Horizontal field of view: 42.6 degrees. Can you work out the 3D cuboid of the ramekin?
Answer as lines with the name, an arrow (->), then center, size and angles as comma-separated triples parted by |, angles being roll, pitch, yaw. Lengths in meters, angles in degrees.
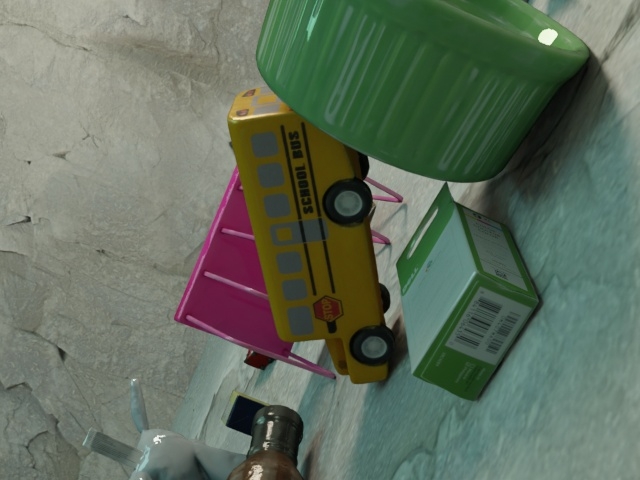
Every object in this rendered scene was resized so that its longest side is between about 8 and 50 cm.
ramekin -> 0.085, -0.185, 0.789 | 0.303, 0.303, 0.148 | -85, 19, -62

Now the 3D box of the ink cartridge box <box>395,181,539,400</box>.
ink cartridge box -> 0.126, 0.037, 0.751 | 0.209, 0.062, 0.109 | -88, 23, -66

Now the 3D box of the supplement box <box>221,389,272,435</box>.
supplement box -> -0.117, 0.297, 1.390 | 0.056, 0.083, 0.083 | -67, 10, -9

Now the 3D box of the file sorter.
file sorter -> -0.035, 0.027, 1.173 | 0.182, 0.202, 0.291 | 14, 80, 56

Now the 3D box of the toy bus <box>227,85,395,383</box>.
toy bus -> 0.000, 0.000, 0.897 | 0.108, 0.130, 0.333 | -88, -12, -62

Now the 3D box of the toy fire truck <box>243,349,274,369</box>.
toy fire truck -> -0.098, 0.180, 1.673 | 0.192, 0.047, 0.135 | 130, 161, -62

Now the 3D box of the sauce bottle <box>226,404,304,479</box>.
sauce bottle -> -0.070, 0.338, 0.970 | 0.344, 0.111, 0.111 | -78, 15, -56

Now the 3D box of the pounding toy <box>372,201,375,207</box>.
pounding toy -> 0.011, 0.007, 1.434 | 0.154, 0.155, 0.269 | -36, -4, -44

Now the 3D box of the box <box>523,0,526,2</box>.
box -> 0.268, -0.411, 1.041 | 0.067, 0.063, 0.324 | -154, 87, -81

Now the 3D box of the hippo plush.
hippo plush -> -0.221, 0.410, 1.191 | 0.234, 0.294, 0.236 | -55, -12, -45
